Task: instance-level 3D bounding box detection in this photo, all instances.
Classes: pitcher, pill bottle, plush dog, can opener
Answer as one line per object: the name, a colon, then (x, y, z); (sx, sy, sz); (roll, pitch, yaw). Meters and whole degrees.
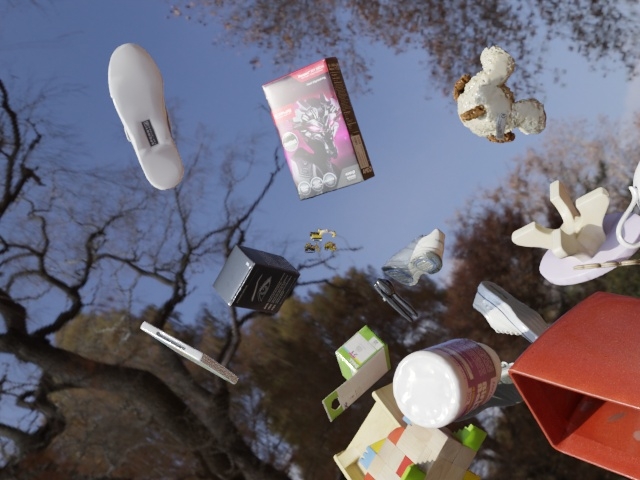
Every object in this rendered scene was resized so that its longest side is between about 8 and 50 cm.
pitcher: (0.737, -0.084, 1.543); (0.125, 0.177, 0.207); (99, 169, -83)
pill bottle: (0.306, 0.317, 1.608); (0.301, 0.169, 0.170); (-2, -69, -55)
plush dog: (0.444, -0.350, 1.871); (0.210, 0.263, 0.225); (-33, -1, -5)
can opener: (0.249, 0.200, 2.337); (0.059, 0.186, 0.073); (-44, -4, 25)

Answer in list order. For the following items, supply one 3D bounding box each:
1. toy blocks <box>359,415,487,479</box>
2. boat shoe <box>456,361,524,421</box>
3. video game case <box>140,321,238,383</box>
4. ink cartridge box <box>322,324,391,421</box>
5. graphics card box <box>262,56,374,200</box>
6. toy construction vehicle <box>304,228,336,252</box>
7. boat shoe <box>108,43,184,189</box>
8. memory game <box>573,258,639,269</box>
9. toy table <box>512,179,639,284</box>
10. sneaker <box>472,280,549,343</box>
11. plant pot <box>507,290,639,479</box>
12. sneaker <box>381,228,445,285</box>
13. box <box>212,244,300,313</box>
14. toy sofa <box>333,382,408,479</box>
toy blocks: (0.199, 0.556, 1.672); (0.190, 0.261, 0.382); (31, -93, -24)
boat shoe: (0.464, 0.402, 1.937); (0.118, 0.320, 0.103); (43, -147, -21)
video game case: (-0.319, 0.279, 1.721); (0.023, 0.193, 0.212); (-60, -28, -15)
ink cartridge box: (0.087, 0.403, 2.116); (0.255, 0.097, 0.189); (-39, -31, -15)
graphics card box: (-0.007, -0.325, 2.068); (0.094, 0.232, 0.371); (-29, -77, -60)
toy construction vehicle: (0.000, 0.000, 2.127); (0.086, 0.098, 0.035); (-92, 3, -54)
boat shoe: (-0.360, -0.251, 1.452); (0.108, 0.102, 0.302); (-22, -80, -15)
memory game: (0.650, 0.051, 1.535); (0.186, 0.186, 0.012); (3, -100, -58)
toy table: (0.620, -0.020, 1.697); (0.161, 0.274, 0.252); (40, -150, -21)
sneaker: (0.512, 0.213, 1.882); (0.094, 0.258, 0.091); (-1, -59, -31)
plant pot: (0.535, 0.242, 1.220); (0.236, 0.267, 0.267); (-52, -54, -23)
sneaker: (0.300, 0.054, 2.195); (0.111, 0.297, 0.129); (35, -118, -17)
box: (-0.188, 0.117, 2.068); (0.207, 0.108, 0.153); (19, -73, -49)
toy sofa: (0.194, 0.549, 1.961); (0.177, 0.150, 0.363); (-14, -38, -37)
